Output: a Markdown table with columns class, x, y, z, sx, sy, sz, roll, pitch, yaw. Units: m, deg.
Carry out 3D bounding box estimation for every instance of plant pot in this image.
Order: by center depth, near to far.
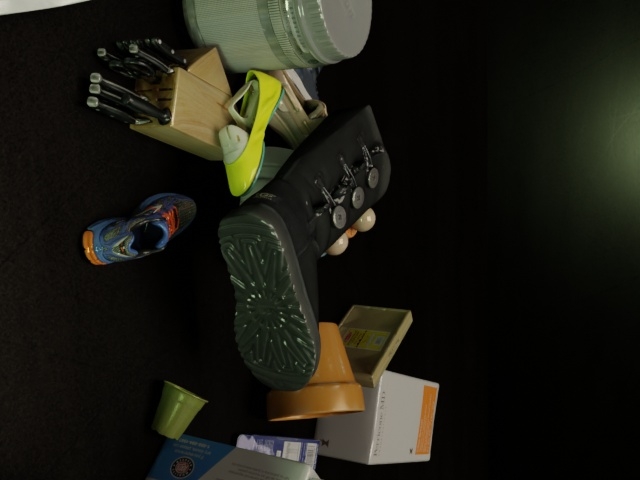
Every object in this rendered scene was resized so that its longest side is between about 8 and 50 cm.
| class | x | y | z | sx | sy | sz | roll | pitch | yaw |
| --- | --- | --- | --- | --- | --- | --- | --- | --- | --- |
| plant pot | -0.244 | 0.288 | 1.151 | 0.079 | 0.083 | 0.083 | -64 | 146 | -15 |
| plant pot | -0.018 | 0.277 | 1.459 | 0.205 | 0.205 | 0.188 | 25 | 55 | -60 |

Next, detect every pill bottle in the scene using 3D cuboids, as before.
| class | x | y | z | sx | sy | sz | roll | pitch | yaw |
| --- | --- | --- | --- | --- | --- | --- | --- | --- | --- |
| pill bottle | -0.092 | -0.057 | 1.326 | 0.131 | 0.131 | 0.229 | 18 | 77 | -61 |

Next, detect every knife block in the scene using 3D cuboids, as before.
| class | x | y | z | sx | sy | sz | roll | pitch | yaw |
| --- | --- | --- | --- | --- | --- | --- | --- | --- | --- |
| knife block | -0.238 | -0.195 | 1.085 | 0.242 | 0.088 | 0.275 | -55 | 139 | -43 |

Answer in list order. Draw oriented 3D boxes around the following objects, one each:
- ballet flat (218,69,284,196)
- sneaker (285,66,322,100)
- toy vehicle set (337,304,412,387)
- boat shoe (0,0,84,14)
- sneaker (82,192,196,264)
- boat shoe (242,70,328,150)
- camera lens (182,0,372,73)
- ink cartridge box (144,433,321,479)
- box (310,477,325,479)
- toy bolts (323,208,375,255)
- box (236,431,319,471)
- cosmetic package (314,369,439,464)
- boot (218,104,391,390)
| class | x | y | z | sx | sy | sz | roll | pitch | yaw |
| --- | --- | --- | --- | --- | --- | --- | --- | --- | --- |
| ballet flat | -0.126 | -0.185 | 1.138 | 0.077 | 0.077 | 0.231 | 33 | 62 | -36 |
| sneaker | -0.020 | -0.337 | 1.476 | 0.163 | 0.086 | 0.226 | -65 | 144 | -30 |
| toy vehicle set | 0.104 | 0.253 | 1.688 | 0.267 | 0.166 | 0.035 | -48 | 134 | -49 |
| boat shoe | -0.348 | -0.345 | 0.855 | 0.301 | 0.108 | 0.102 | -36 | 126 | -46 |
| sneaker | -0.259 | -0.015 | 1.066 | 0.221 | 0.087 | 0.083 | -40 | 128 | -53 |
| boat shoe | -0.027 | -0.234 | 1.384 | 0.302 | 0.098 | 0.109 | 43 | 21 | -38 |
| camera lens | -0.077 | -0.400 | 1.163 | 0.219 | 0.274 | 0.219 | -13 | 105 | -61 |
| ink cartridge box | -0.181 | 0.533 | 1.065 | 0.395 | 0.286 | 0.166 | -65 | 145 | -33 |
| box | 0.014 | 0.475 | 1.006 | 0.203 | 0.103 | 0.114 | -66 | 147 | -33 |
| toy bolts | 0.009 | -0.061 | 1.483 | 0.228 | 0.159 | 0.218 | -56 | 139 | -44 |
| box | -0.102 | 0.473 | 1.424 | 0.225 | 0.036 | 0.136 | 20 | 75 | -42 |
| cosmetic package | 0.163 | 0.464 | 1.831 | 0.453 | 0.162 | 0.230 | 28 | 69 | -59 |
| boot | 0.000 | -0.002 | 1.247 | 0.445 | 0.146 | 0.367 | -55 | 147 | -51 |
